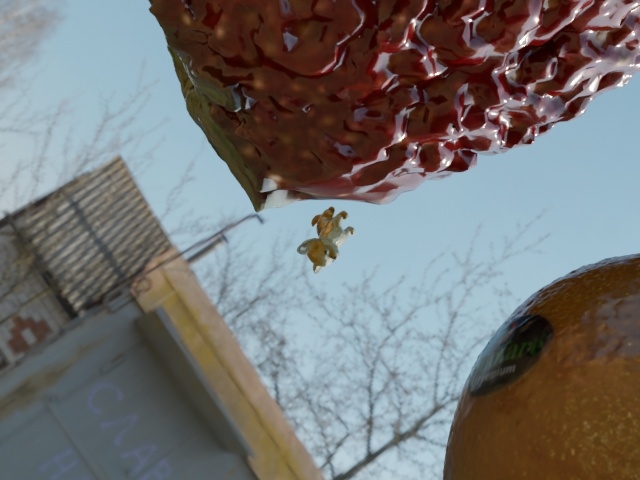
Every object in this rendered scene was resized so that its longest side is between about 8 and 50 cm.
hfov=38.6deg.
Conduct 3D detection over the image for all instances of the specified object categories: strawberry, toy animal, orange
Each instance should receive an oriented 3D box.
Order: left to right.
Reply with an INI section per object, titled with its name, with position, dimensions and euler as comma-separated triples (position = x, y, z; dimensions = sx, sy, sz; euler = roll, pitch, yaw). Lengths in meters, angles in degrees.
[toy animal]
position = 0.000, 0.000, 1.111
dimensions = 0.081, 0.083, 0.060
euler = 19, -34, 37
[strawberry]
position = 0.057, -0.174, 0.592
dimensions = 0.292, 0.344, 0.292
euler = 165, -90, -86
[orange]
position = 0.150, 0.104, 0.399
dimensions = 0.206, 0.206, 0.206
euler = 47, -21, 24
